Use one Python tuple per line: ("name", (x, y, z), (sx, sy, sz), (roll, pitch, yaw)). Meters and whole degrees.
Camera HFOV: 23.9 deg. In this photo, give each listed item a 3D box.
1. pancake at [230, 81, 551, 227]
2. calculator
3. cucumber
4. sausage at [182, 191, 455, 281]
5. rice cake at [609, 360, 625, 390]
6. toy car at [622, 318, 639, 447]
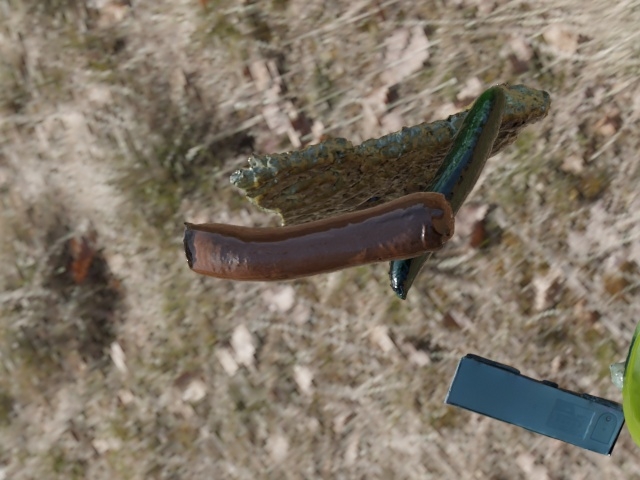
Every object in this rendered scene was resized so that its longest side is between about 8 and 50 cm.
("pancake", (0.034, -0.073, 1.263), (0.266, 0.244, 0.057), (-32, 66, 41))
("calculator", (0.208, 0.157, 1.453), (0.172, 0.018, 0.057), (18, 101, -4))
("cucumber", (0.096, -0.040, 1.119), (0.033, 0.184, 0.036), (32, 163, -1))
("sausage", (0.000, -0.001, 0.983), (0.176, 0.040, 0.047), (-9, 129, 5))
("rice cake", (0.348, 0.182, 1.405), (0.211, 0.043, 0.034), (42, 88, -18))
("toy car", (0.194, 0.039, 0.350), (0.145, 0.235, 0.235), (23, 126, -15))
